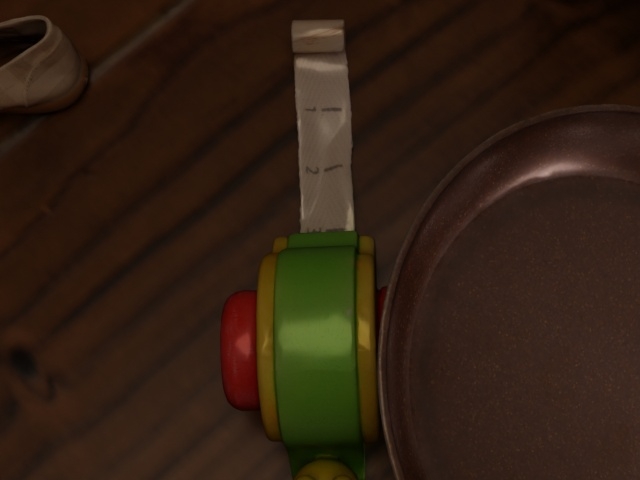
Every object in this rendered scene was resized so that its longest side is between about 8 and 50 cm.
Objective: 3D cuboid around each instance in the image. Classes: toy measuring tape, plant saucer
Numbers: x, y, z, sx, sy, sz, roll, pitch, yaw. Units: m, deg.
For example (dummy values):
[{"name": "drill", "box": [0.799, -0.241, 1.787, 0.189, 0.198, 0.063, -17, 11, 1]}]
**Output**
[{"name": "toy measuring tape", "box": [0.000, 0.000, 0.626, 0.122, 0.121, 0.330, -2, 73, 3]}, {"name": "plant saucer", "box": [0.168, 0.080, 0.583, 0.311, 0.050, 0.310, 5, 74, -18]}]

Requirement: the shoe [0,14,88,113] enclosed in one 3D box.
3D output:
[{"name": "shoe", "box": [-0.264, -0.104, 0.701, 0.219, 0.058, 0.076, -12, 72, -1]}]
